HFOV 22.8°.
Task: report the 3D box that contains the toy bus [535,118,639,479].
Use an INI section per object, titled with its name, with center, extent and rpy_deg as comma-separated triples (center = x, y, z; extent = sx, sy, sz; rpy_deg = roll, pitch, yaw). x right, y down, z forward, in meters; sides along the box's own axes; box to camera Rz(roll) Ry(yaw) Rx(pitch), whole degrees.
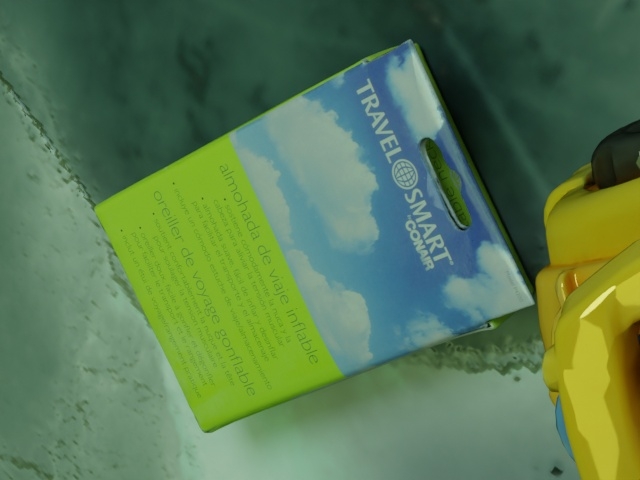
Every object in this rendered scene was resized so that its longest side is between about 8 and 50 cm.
[toy bus]
center = 0.136, 0.038, 0.428
extent = 0.220, 0.211, 0.150
rpy_deg = -15, 99, 40

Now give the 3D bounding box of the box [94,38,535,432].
[box]
center = 0.000, 0.000, 0.618
extent = 0.178, 0.042, 0.109
rpy_deg = -25, 92, 39
